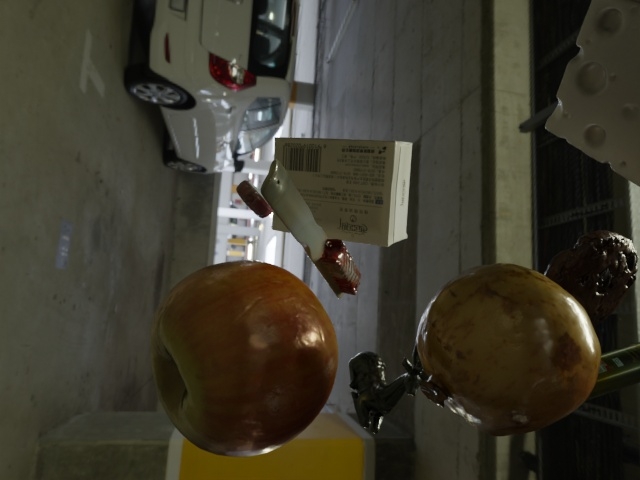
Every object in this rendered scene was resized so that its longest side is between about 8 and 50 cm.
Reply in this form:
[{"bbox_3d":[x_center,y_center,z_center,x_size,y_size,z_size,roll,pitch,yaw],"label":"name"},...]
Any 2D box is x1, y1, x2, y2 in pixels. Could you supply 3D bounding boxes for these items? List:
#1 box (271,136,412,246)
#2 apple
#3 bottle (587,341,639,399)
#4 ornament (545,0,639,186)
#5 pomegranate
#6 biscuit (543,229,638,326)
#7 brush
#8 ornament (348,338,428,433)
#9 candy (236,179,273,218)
[{"bbox_3d":[0.041,-0.110,0.949,0.116,0.274,0.203,-18,113,-60],"label":"box"},{"bbox_3d":[-0.110,0.166,0.663,0.285,0.233,0.286,17,-66,46],"label":"apple"},{"bbox_3d":[0.681,0.287,1.023,0.082,0.285,0.082,169,-90,-76],"label":"bottle"},{"bbox_3d":[0.542,-0.247,0.670,0.239,0.239,0.240,50,-21,36],"label":"ornament"},{"bbox_3d":[0.222,0.143,0.563,0.215,0.215,0.216,-175,-90,-79],"label":"pomegranate"},{"bbox_3d":[0.440,0.072,0.740,0.049,0.191,0.192,-127,-138,-60],"label":"biscuit"},{"bbox_3d":[0.000,0.000,0.703,0.321,0.050,0.060,56,46,-50],"label":"brush"},{"bbox_3d":[0.168,0.254,0.935,0.236,0.080,0.202,-46,-160,19],"label":"ornament"},{"bbox_3d":[-0.155,-0.097,1.073,0.043,0.103,0.103,-43,-162,3],"label":"candy"}]
